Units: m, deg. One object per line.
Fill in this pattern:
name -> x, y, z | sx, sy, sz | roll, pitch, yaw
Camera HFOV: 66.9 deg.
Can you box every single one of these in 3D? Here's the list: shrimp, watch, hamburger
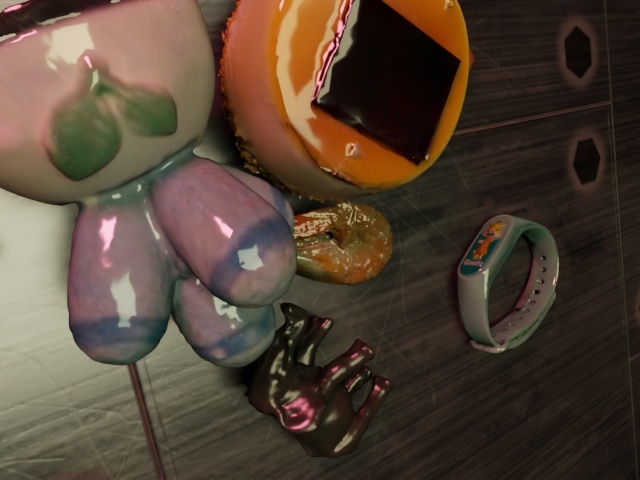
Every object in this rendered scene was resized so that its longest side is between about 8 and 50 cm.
shrimp -> -0.001, -0.001, 0.610 | 0.216, 0.051, 0.115 | 10, 106, -26
watch -> 0.312, 0.071, 0.810 | 0.195, 0.068, 0.237 | 49, 66, -27
hamburger -> 0.027, -0.187, 0.551 | 0.275, 0.179, 0.295 | 17, 93, -30

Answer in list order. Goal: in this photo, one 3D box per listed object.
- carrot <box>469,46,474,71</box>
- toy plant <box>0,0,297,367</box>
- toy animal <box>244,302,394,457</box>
carrot -> 0.152, -0.321, 0.697 | 0.216, 0.048, 0.048 | 43, 72, -22
toy plant -> -0.142, -0.024, 0.432 | 0.247, 0.247, 0.333 | -34, 111, -25
toy animal -> 0.002, 0.179, 0.597 | 0.146, 0.114, 0.245 | -47, 115, -21
